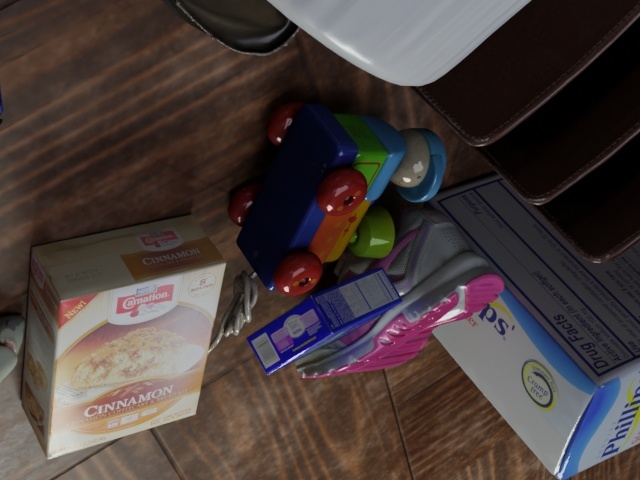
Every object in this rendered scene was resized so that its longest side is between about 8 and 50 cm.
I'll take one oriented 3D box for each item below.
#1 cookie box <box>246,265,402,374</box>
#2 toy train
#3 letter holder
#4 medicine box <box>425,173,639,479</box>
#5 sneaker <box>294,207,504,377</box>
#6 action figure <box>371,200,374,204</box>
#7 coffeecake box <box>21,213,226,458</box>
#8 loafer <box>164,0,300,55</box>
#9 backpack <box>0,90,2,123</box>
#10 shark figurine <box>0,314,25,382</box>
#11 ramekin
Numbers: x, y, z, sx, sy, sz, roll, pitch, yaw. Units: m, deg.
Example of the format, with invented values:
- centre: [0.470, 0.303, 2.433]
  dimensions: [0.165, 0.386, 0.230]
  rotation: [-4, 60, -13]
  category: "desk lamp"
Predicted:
- centre: [0.004, 0.069, 1.045]
  dimensions: [0.092, 0.040, 0.107]
  rotation: [-35, 170, 38]
  category: "cookie box"
- centre: [0.000, 0.000, 1.020]
  dimensions: [0.143, 0.105, 0.248]
  rotation: [-2, 134, -38]
  category: "toy train"
- centre: [0.256, -0.159, 0.982]
  dimensions: [0.302, 0.214, 0.152]
  rotation: [-45, 144, 9]
  category: "letter holder"
- centre: [0.279, 0.050, 1.184]
  dimensions: [0.289, 0.263, 0.149]
  rotation: [-19, 139, -25]
  category: "medicine box"
- centre: [0.060, 0.052, 1.140]
  dimensions: [0.103, 0.111, 0.252]
  rotation: [0, 151, -47]
  category: "sneaker"
- centre: [0.032, -0.032, 1.084]
  dimensions: [0.115, 0.030, 0.038]
  rotation: [-42, 147, 9]
  category: "action figure"
- centre: [-0.167, 0.080, 0.995]
  dimensions: [0.142, 0.068, 0.185]
  rotation: [-13, 136, -30]
  category: "coffeecake box"
- centre: [-0.075, -0.179, 0.787]
  dimensions: [0.080, 0.078, 0.220]
  rotation: [-45, 144, 8]
  category: "loafer"
- centre: [-0.265, -0.076, 0.723]
  dimensions: [0.120, 0.098, 0.101]
  rotation: [-45, 115, 8]
  category: "backpack"
- centre: [-0.338, 0.093, 0.842]
  dimensions: [0.278, 0.116, 0.166]
  rotation: [40, 65, -61]
  category: "shark figurine"
- centre: [0.017, -0.216, 0.674]
  dimensions: [0.135, 0.277, 0.277]
  rotation: [-45, 144, 20]
  category: "ramekin"
